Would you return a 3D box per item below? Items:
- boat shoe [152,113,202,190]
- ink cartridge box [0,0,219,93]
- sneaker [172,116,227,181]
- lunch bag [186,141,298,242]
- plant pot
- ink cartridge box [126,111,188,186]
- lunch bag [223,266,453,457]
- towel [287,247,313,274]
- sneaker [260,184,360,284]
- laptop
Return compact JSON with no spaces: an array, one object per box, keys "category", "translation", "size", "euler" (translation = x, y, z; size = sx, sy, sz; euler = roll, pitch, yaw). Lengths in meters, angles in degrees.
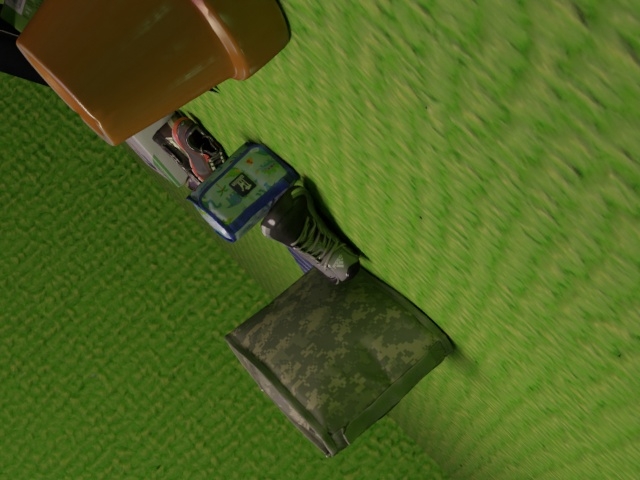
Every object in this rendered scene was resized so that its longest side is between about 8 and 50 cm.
[{"category":"boat shoe","translation":[-0.212,-0.121,1.955],"size":[0.223,0.073,0.080],"euler":[52,-171,-18]},{"category":"ink cartridge box","translation":[-0.269,-0.289,1.466],"size":[0.255,0.097,0.189],"euler":[9,-162,-38]},{"category":"sneaker","translation":[-0.190,-0.141,1.866],"size":[0.065,0.061,0.158],"euler":[18,155,53]},{"category":"lunch bag","translation":[-0.106,-0.066,1.548],"size":[0.096,0.129,0.151],"euler":[49,172,-25]},{"category":"plant pot","translation":[-0.165,-0.195,1.004],"size":[0.205,0.188,0.205],"euler":[45,172,8]},{"category":"ink cartridge box","translation":[-0.312,-0.201,2.058],"size":[0.154,0.093,0.212],"euler":[50,173,-29]},{"category":"lunch bag","translation":[0.036,0.177,1.624],"size":[0.287,0.235,0.169],"euler":[36,162,53]},{"category":"towel","translation":[0.026,0.077,1.937],"size":[0.243,0.040,0.336],"euler":[41,168,43]},{"category":"sneaker","translation":[0.000,0.000,1.544],"size":[0.132,0.086,0.228],"euler":[40,-179,12]},{"category":"laptop","translation":[-0.359,-0.286,1.573],"size":[0.234,0.136,0.264],"euler":[17,-142,-15]}]
